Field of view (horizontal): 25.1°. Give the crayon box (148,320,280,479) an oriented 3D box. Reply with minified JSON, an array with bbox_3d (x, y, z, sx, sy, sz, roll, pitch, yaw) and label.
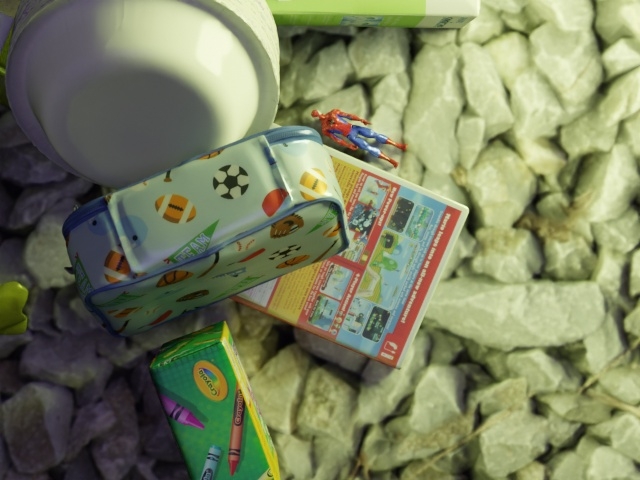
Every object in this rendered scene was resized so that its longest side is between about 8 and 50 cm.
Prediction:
[{"bbox_3d":[-0.108,0.183,1.517,0.081,0.278,0.165,-21,92,-3],"label":"crayon box"}]

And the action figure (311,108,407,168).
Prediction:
[{"bbox_3d":[0.042,-0.121,1.642,0.115,0.030,0.038,25,95,-1],"label":"action figure"}]

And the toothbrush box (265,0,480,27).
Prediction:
[{"bbox_3d":[0.030,-0.344,1.588,0.283,0.122,0.206,0,92,-1],"label":"toothbrush box"}]

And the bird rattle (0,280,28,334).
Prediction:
[{"bbox_3d":[-0.459,0.061,1.603,0.254,0.143,0.206,-11,80,11],"label":"bird rattle"}]

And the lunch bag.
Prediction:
[{"bbox_3d":[-0.121,-0.002,1.514,0.303,0.243,0.115,-20,75,-2],"label":"lunch bag"}]

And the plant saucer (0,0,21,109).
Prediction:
[{"bbox_3d":[-0.331,-0.245,1.614,0.188,0.045,0.188,31,90,-3],"label":"plant saucer"}]

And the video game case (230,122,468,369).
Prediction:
[{"bbox_3d":[0.000,0.000,1.643,0.285,0.025,0.204,23,90,-2],"label":"video game case"}]

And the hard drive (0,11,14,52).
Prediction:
[{"bbox_3d":[-0.472,-0.108,1.533,0.233,0.047,0.353,26,93,37],"label":"hard drive"}]

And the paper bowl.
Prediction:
[{"bbox_3d":[-0.184,-0.163,1.500,0.284,0.148,0.284,-1,136,-1],"label":"paper bowl"}]
